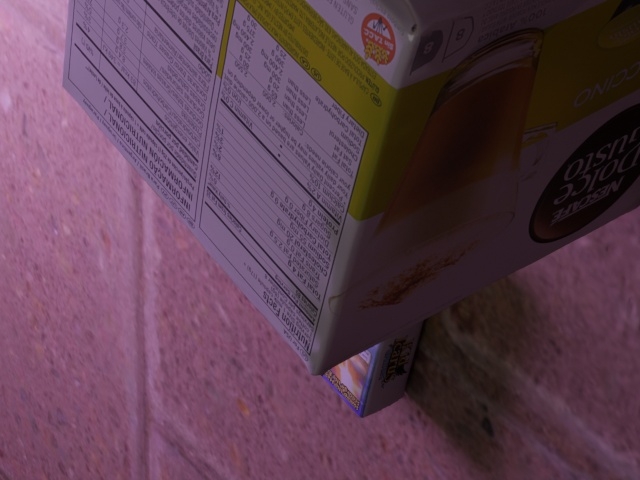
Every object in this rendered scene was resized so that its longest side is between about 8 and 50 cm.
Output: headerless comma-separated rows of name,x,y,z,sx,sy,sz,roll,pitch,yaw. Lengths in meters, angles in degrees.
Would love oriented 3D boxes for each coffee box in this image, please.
coffee box,0.052,-0.176,1.218,0.338,0.337,0.334,47,145,27

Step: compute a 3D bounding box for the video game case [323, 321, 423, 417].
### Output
video game case,0.000,0.000,1.683,0.269,0.061,0.244,46,142,30
